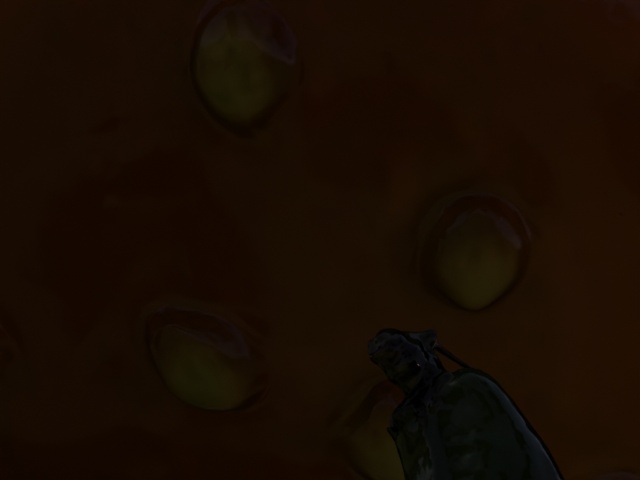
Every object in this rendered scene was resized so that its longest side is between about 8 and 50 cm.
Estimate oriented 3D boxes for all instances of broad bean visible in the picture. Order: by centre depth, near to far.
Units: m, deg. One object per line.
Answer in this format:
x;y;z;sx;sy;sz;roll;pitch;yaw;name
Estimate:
0.060;0.129;0.471;0.046;0.254;0.065;-33;-43;22;broad bean

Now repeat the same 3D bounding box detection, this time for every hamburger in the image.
0.000;0.000;0.798;0.396;0.395;0.277;10;30;1;hamburger
